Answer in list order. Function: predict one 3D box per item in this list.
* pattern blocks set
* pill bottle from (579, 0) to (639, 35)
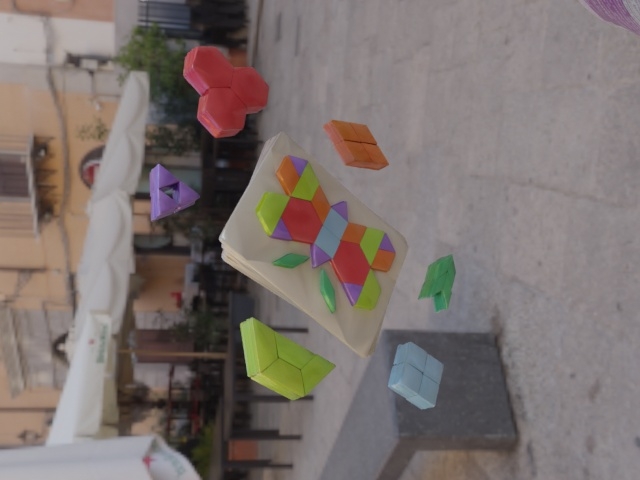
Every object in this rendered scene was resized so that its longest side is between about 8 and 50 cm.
[{"bbox_3d":[0.000,0.000,0.730,0.026,0.325,0.285,-27,45,46],"label":"pattern blocks set"},{"bbox_3d":[0.266,-0.192,0.509,0.301,0.169,0.169,-97,13,-68],"label":"pill bottle"}]
